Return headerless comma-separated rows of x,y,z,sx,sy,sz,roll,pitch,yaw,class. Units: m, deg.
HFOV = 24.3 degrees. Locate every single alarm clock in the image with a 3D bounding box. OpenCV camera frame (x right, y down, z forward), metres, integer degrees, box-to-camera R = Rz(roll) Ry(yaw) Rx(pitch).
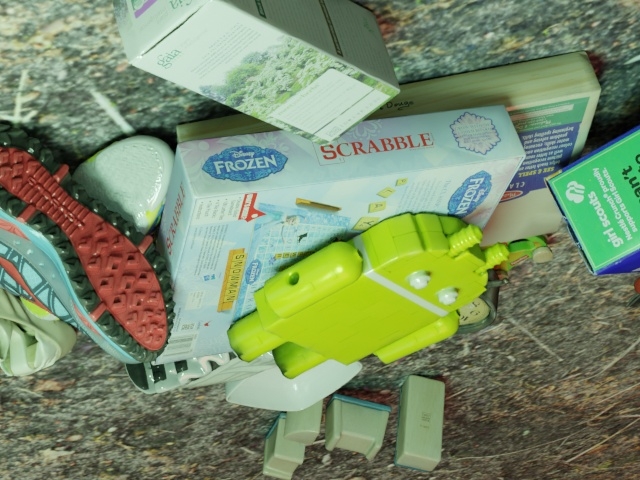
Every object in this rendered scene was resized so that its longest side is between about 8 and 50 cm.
0.134,0.064,1.720,0.129,0.064,0.192,16,148,-10,alarm clock

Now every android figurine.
0.052,0.056,1.446,0.273,0.056,0.248,-27,151,20,android figurine

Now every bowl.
-0.037,0.154,1.830,0.142,0.053,0.142,13,142,-41,bowl

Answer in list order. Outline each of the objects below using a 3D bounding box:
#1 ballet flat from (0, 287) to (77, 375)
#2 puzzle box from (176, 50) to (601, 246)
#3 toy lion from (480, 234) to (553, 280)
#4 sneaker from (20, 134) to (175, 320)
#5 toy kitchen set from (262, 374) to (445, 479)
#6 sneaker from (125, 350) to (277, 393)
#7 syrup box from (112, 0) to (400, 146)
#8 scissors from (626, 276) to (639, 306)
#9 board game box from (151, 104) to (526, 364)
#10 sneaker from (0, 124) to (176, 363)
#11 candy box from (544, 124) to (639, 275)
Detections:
-0.334,0.101,1.570,0.086,0.086,0.248,-23,150,14,ballet flat
0.064,-0.059,1.505,0.409,0.052,0.272,-11,150,-8,puzzle box
0.204,0.010,1.717,0.100,0.034,0.096,-30,140,27,toy lion
-0.197,-0.021,1.443,0.240,0.091,0.126,-43,168,30,sneaker
0.043,0.258,2.023,0.207,0.122,0.166,15,144,-10,toy kitchen set
-0.075,0.104,1.688,0.292,0.110,0.118,-16,160,19,sneaker
-0.050,-0.167,1.216,0.093,0.096,0.237,-35,145,29,syrup box
0.365,0.053,1.659,0.109,0.021,0.297,-16,172,-17,scissors
0.000,0.000,1.443,0.318,0.065,0.318,-8,151,-19,board game box
-0.240,0.011,1.354,0.104,0.262,0.125,-46,-172,-39,sneaker
0.428,-0.084,1.497,0.317,0.122,0.268,-33,164,28,candy box
